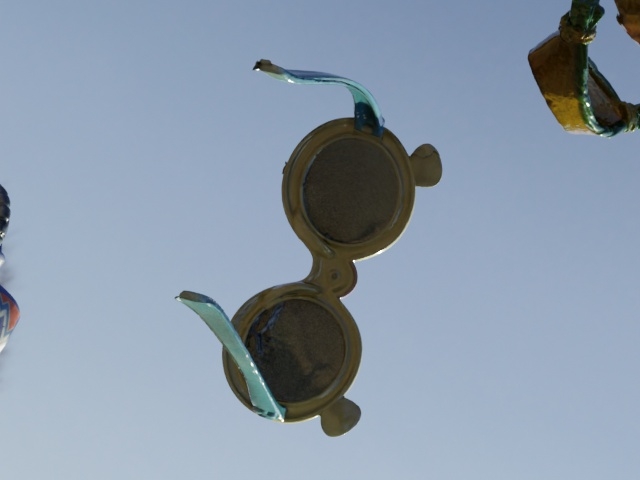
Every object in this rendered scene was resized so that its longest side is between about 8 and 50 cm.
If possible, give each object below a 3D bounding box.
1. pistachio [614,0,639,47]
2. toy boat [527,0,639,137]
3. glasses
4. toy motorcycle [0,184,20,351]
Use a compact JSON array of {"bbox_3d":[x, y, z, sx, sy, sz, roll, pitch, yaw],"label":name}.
[{"bbox_3d":[0.240,-0.128,0.869,0.173,0.089,0.049,37,16,-48],"label":"pistachio"},{"bbox_3d":[0.264,-0.161,1.415,0.229,0.088,0.089,41,38,-54],"label":"toy boat"},{"bbox_3d":[-0.028,-0.008,0.774,0.088,0.189,0.220,15,-11,26],"label":"glasses"},{"bbox_3d":[-0.246,0.057,0.875,0.205,0.076,0.114,-43,-134,22],"label":"toy motorcycle"}]
